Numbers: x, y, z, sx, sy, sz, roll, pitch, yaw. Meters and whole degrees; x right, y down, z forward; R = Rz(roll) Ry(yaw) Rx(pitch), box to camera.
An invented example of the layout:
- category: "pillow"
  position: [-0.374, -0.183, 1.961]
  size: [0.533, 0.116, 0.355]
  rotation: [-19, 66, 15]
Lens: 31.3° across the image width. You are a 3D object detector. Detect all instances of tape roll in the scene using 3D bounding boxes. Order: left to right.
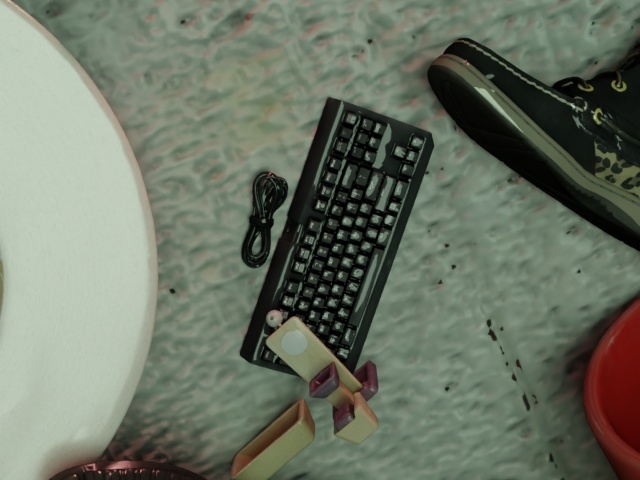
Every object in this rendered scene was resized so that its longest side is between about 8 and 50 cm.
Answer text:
- category: "tape roll"
  position: [-0.288, 0.021, 0.654]
  size: [0.392, 0.072, 0.392]
  rotation: [-2, 101, -13]

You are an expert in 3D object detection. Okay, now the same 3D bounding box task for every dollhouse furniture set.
- category: "dollhouse furniture set"
  position: [-0.032, 0.104, 0.711]
  size: [0.114, 0.091, 0.081]
  rotation: [-42, 104, 14]

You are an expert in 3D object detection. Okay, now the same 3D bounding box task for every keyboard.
- category: "keyboard"
  position: [0.000, 0.000, 0.742]
  size: [0.108, 0.023, 0.180]
  rotation: [18, 94, -15]

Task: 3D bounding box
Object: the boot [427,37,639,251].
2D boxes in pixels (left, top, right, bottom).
- category: "boot"
  position: [0.198, -0.108, 0.738]
  size: [0.236, 0.085, 0.178]
  rotation: [32, 89, -22]

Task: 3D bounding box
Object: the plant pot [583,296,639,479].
- category: "plant pot"
  position: [0.334, 0.161, 0.738]
  size: [0.275, 0.275, 0.243]
  rotation: [-26, 114, -7]

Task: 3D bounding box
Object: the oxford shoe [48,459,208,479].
- category: "oxford shoe"
  position: [-0.081, 0.189, 0.705]
  size: [0.227, 0.096, 0.083]
  rotation: [24, 68, -32]
